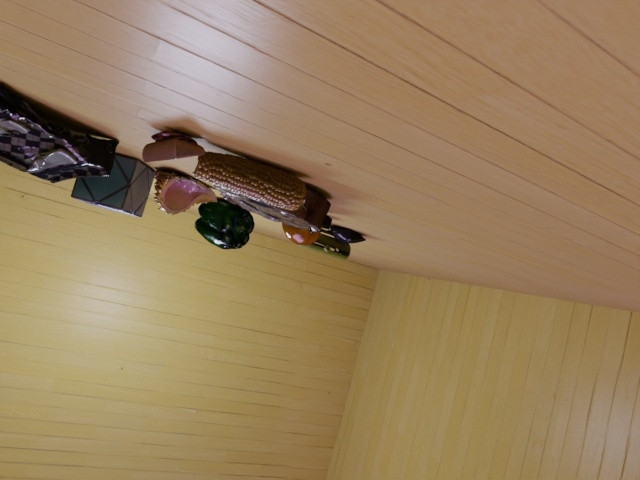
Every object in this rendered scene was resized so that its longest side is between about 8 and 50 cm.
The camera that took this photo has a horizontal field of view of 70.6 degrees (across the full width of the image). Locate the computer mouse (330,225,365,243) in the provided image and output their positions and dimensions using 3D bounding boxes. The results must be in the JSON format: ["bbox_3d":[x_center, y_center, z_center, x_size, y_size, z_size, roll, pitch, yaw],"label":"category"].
[{"bbox_3d":[0.121,-0.017,2.061,0.192,0.062,0.105,20,173,-34],"label":"computer mouse"}]

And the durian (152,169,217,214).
[{"bbox_3d":[-0.581,-0.216,1.824,0.195,0.185,0.305,38,-168,21],"label":"durian"}]

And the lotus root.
[{"bbox_3d":[-0.154,-0.129,1.440,0.374,0.111,0.390,19,176,-21],"label":"lotus root"}]

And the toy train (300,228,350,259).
[{"bbox_3d":[0.004,-0.007,2.104,0.307,0.126,0.189,19,180,-26],"label":"toy train"}]

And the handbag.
[{"bbox_3d":[-0.832,-0.302,1.276,0.316,0.180,0.416,3,165,27],"label":"handbag"}]

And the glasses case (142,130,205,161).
[{"bbox_3d":[-0.361,-0.239,1.129,0.102,0.070,0.193,-17,-164,-40],"label":"glasses case"}]

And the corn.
[{"bbox_3d":[-0.171,-0.159,1.179,0.310,0.102,0.101,19,174,-13],"label":"corn"}]

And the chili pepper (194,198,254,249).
[{"bbox_3d":[-0.481,-0.083,2.230,0.256,0.233,0.248,19,174,31],"label":"chili pepper"}]

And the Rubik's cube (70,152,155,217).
[{"bbox_3d":[-0.787,-0.218,1.736,0.205,0.205,0.207,15,174,-1],"label":"Rubik's cube"}]

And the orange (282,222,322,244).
[{"bbox_3d":[-0.063,-0.060,1.673,0.136,0.159,0.159,-36,146,26],"label":"orange"}]

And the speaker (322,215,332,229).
[{"bbox_3d":[-0.067,-0.096,1.848,0.218,0.044,0.082,14,175,15],"label":"speaker"}]
